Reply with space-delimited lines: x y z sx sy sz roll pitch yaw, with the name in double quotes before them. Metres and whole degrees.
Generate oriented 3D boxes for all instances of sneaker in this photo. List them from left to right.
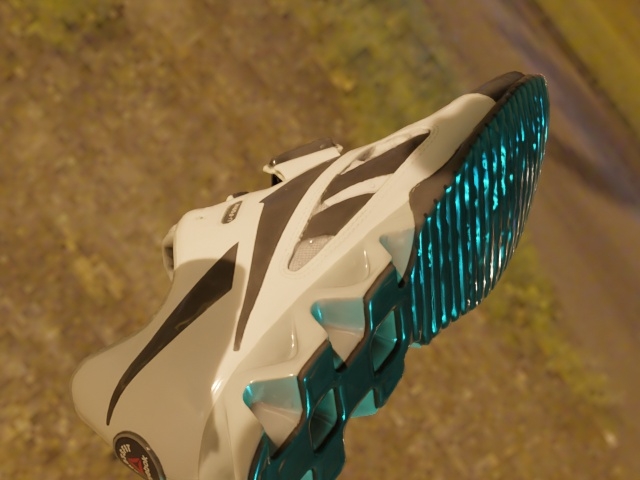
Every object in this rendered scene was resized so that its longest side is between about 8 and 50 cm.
"sneaker" 0.000 0.000 0.994 0.146 0.122 0.330 21 45 28
